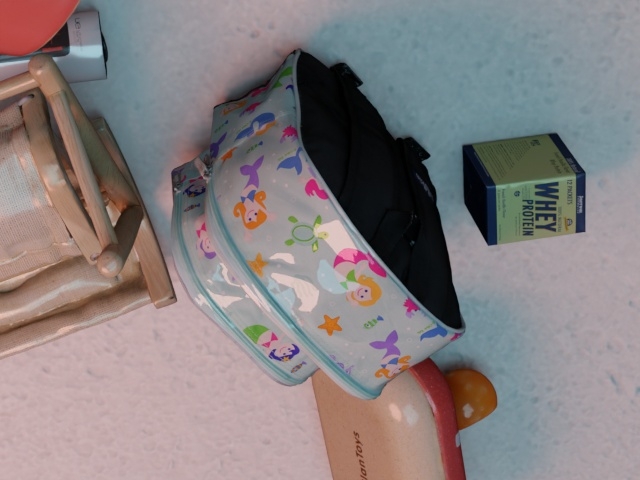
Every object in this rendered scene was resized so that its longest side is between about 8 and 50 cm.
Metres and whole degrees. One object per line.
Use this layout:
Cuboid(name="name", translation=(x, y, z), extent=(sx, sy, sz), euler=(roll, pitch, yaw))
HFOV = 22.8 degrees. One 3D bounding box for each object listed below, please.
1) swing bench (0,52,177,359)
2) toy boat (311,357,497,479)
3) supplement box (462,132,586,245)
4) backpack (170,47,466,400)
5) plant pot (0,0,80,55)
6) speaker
Cuboid(name="swing bench", translation=(-0.268, 0.004, 1.202), extent=(0.253, 0.255, 0.165), euler=(-20, 81, 0))
Cuboid(name="toy boat", translation=(0.093, 0.165, 1.396), extent=(0.151, 0.151, 0.231), euler=(-28, 122, -28))
Cuboid(name="supplement box", translation=(0.168, -0.043, 1.315), extent=(0.083, 0.083, 0.056), euler=(-8, 119, -6))
Cuboid(name="backpack", translation=(0.000, 0.000, 1.214), extent=(0.191, 0.253, 0.225), euler=(-37, 117, 10))
Cuboid(name="plant pot", translation=(-0.275, -0.254, 1.050), extent=(0.243, 0.275, 0.275), euler=(19, 113, -30))
Cuboid(name="speaker", translation=(-0.232, -0.143, 1.216), extent=(0.136, 0.055, 0.055), euler=(-6, 118, -6))
